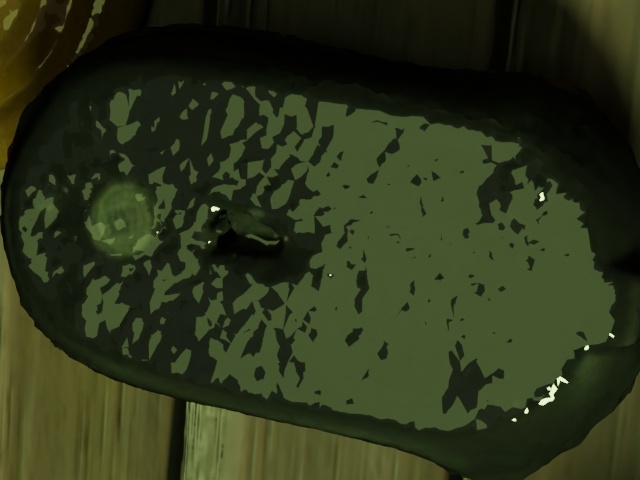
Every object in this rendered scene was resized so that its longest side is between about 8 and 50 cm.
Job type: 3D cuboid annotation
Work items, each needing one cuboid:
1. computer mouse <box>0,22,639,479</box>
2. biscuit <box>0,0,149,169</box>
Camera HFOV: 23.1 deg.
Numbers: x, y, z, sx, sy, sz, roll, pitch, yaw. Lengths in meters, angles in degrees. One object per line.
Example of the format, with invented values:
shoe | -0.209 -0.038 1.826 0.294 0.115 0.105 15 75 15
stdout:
computer mouse | 0.002 -0.001 0.722 0.323 0.116 0.183 13 103 22
biscuit | -0.201 -0.167 0.863 0.262 0.037 0.262 6 101 31
